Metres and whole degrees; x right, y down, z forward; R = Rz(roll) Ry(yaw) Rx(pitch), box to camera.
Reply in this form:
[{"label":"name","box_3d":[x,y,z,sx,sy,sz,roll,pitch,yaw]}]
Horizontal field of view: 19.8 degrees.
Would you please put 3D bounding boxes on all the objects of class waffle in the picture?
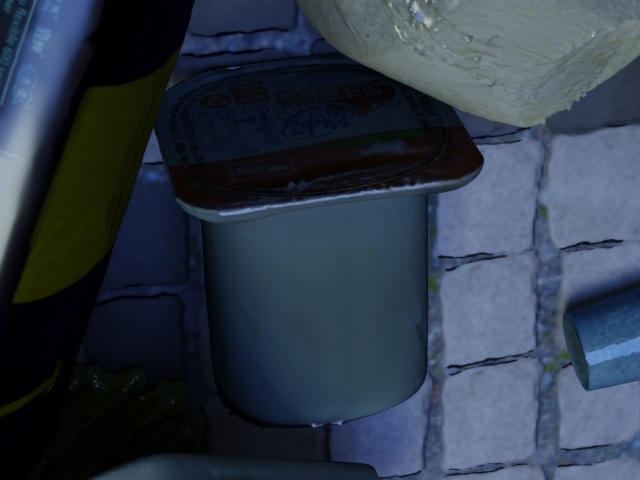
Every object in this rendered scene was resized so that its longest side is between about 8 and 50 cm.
[{"label":"waffle","box_3d":[-0.162,0.170,1.271,0.169,0.036,0.183,-1,112,-11]}]

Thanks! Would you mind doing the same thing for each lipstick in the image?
[{"label":"lipstick","box_3d":[0.310,0.042,1.290,0.274,0.061,0.068,-15,111,-3]}]

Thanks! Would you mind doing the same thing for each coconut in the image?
[{"label":"coconut","box_3d":[0.108,-0.193,1.059,0.247,0.245,0.245,22,106,-32]}]

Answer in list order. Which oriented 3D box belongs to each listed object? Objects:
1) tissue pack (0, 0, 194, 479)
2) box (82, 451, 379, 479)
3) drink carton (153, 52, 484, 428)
[{"label":"tissue pack","box_3d":[-0.228,-0.084,1.019,0.264,0.253,0.416,21,108,2]},{"label":"box","box_3d":[-0.162,0.243,1.128,0.373,0.367,0.090,-31,71,16]},{"label":"drink carton","box_3d":[0.000,0.000,1.164,0.185,0.191,0.189,-13,123,-9]}]
